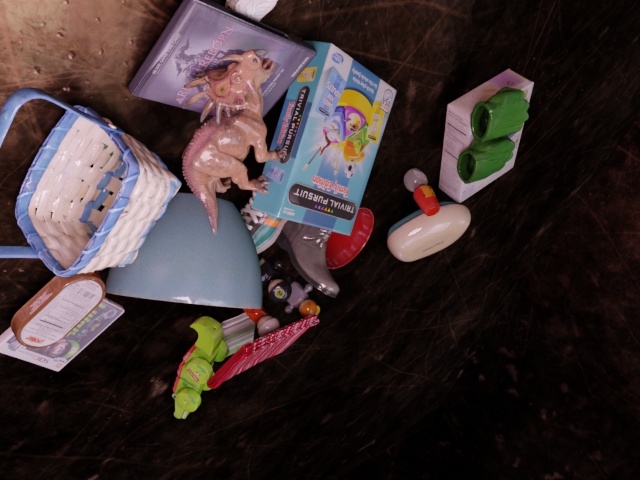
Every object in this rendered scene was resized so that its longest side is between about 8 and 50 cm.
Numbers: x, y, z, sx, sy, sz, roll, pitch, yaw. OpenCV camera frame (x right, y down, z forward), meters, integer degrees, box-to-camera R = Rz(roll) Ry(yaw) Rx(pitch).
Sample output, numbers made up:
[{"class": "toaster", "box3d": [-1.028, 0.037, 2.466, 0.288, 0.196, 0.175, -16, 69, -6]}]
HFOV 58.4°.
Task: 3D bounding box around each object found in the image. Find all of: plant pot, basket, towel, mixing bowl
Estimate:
[{"class": "plant pot", "box3d": [-0.245, 0.016, 1.087, 0.290, 0.290, 0.196, 13, 82, -53]}, {"class": "basket", "box3d": [-0.378, -0.071, 0.851, 0.255, 0.201, 0.289, -52, 159, 10]}, {"class": "towel", "box3d": [-0.232, 0.258, 1.570, 0.113, 0.023, 0.152, -20, 142, -31]}, {"class": "mixing bowl", "box3d": [0.040, -0.029, 1.468, 0.181, 0.098, 0.182, -32, 143, -28]}, {"class": "towel", "box3d": [-0.139, 0.276, 1.427, 0.274, 0.031, 0.199, -17, 157, -49]}]

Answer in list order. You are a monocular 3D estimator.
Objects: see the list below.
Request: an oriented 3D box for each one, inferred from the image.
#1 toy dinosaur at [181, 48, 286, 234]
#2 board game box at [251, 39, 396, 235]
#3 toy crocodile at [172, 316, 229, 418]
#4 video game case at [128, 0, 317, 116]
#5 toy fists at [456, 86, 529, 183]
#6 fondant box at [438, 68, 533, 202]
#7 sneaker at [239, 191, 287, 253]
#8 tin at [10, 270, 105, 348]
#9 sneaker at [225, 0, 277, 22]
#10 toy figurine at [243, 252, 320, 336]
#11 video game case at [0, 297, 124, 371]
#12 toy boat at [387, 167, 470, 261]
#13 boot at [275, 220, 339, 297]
[{"class": "toy dinosaur", "box3d": [-0.166, -0.170, 0.951, 0.200, 0.127, 0.296, 22, 97, -58]}, {"class": "board game box", "box3d": [0.017, -0.195, 1.175, 0.253, 0.079, 0.336, 12, 96, -53]}, {"class": "toy crocodile", "box3d": [-0.324, 0.339, 1.482, 0.341, 0.105, 0.115, -64, 174, 36]}, {"class": "video game case", "box3d": [-0.158, -0.292, 0.974, 0.274, 0.026, 0.196, 2, 143, -50]}, {"class": "toy fists", "box3d": [0.450, -0.273, 1.494, 0.142, 0.096, 0.279, -18, 142, -18]}, {"class": "fondant box", "box3d": [0.473, -0.296, 1.663, 0.238, 0.096, 0.330, -32, 147, -18]}, {"class": "sneaker", "box3d": [-0.110, -0.089, 1.241, 0.302, 0.108, 0.121, -44, 147, -16]}, {"class": "tin", "box3d": [-0.490, 0.127, 1.075, 0.189, 0.040, 0.106, -44, 143, -1]}, {"class": "sneaker", "box3d": [-0.116, -0.389, 0.937, 0.061, 0.054, 0.152, 13, 117, -50]}, {"class": "toy figurine", "box3d": [-0.089, 0.127, 1.458, 0.209, 0.148, 0.213, -15, 137, -38]}, {"class": "video game case", "box3d": [-0.518, 0.173, 1.147, 0.190, 0.022, 0.173, -43, 148, -3]}, {"class": "toy boat", "box3d": [0.308, -0.077, 1.684, 0.267, 0.148, 0.318, -23, 149, 0]}, {"class": "boot", "box3d": [0.000, 0.000, 1.330, 0.161, 0.246, 0.083, -45, 148, 9]}]
